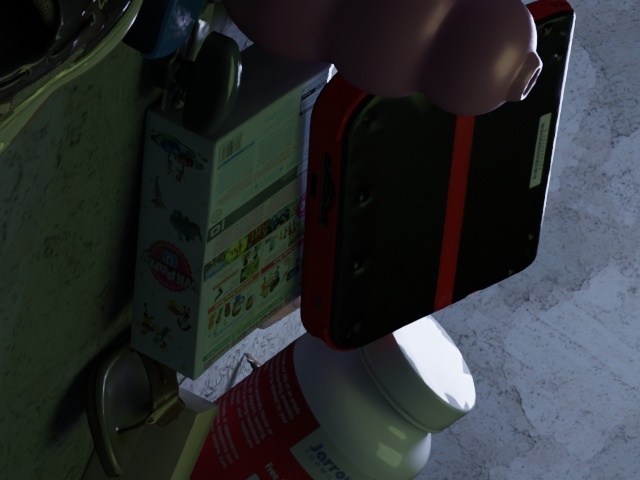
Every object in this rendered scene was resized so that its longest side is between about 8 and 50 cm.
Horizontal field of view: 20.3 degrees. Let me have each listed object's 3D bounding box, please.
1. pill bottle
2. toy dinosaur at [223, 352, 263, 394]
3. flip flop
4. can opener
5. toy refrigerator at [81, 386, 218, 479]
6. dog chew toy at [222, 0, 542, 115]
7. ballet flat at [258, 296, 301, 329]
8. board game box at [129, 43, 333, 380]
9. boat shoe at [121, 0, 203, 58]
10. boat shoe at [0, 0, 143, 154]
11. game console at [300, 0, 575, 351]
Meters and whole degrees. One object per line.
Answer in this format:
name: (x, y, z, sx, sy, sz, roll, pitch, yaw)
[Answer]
pill bottle: (-0.013, 0.252, 2.245, 0.407, 0.229, 0.229, -38, 178, 21)
toy dinosaur: (-0.115, 0.291, 2.538, 0.200, 0.127, 0.296, -60, -175, 19)
flip flop: (-0.181, 0.158, 1.985, 0.277, 0.080, 0.112, -50, 130, -57)
can opener: (-0.101, -0.236, 1.666, 0.074, 0.093, 0.280, -47, 153, -53)
toy refrigerator: (-0.224, 0.300, 2.117, 0.270, 0.102, 0.094, -68, 167, 7)
dog chew toy: (0.064, -0.236, 1.740, 0.207, 0.332, 0.206, -56, 168, -17)
ballet flat: (0.000, 0.000, 2.470, 0.316, 0.106, 0.107, -70, 167, 20)
board game box: (-0.094, -0.036, 1.901, 0.224, 0.097, 0.303, -37, 143, -46)
boat shoe: (-0.122, -0.280, 1.486, 0.258, 0.089, 0.109, -64, 167, 11)
boat shoe: (-0.212, -0.165, 1.296, 0.285, 0.103, 0.092, -52, 168, -27)
game console: (0.130, -0.069, 2.018, 0.342, 0.060, 0.387, -24, 137, -30)
